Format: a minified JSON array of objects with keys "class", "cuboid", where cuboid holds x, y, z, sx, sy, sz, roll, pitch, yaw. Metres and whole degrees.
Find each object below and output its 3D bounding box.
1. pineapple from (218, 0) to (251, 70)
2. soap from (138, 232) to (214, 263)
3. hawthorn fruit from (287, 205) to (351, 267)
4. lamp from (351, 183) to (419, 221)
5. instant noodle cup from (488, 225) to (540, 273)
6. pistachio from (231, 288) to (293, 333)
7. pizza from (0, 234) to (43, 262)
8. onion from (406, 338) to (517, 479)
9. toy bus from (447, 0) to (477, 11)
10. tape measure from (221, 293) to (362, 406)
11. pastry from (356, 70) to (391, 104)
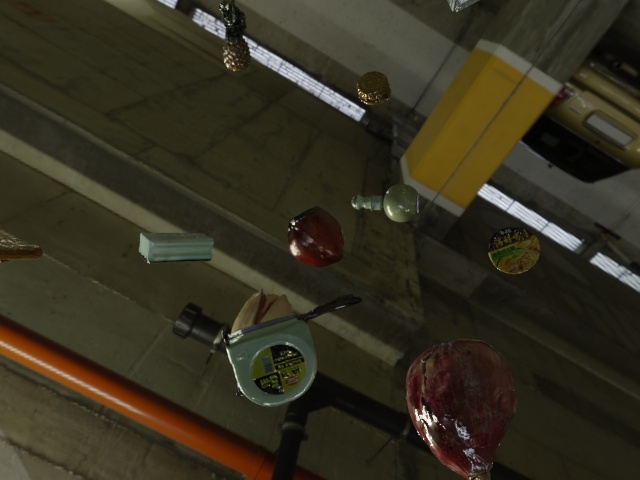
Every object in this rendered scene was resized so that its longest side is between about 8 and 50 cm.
[{"class":"pineapple","cuboid":[-0.207,-0.493,1.104,0.074,0.159,0.074,1,-131,-1]},{"class":"soap","cuboid":[-0.563,0.021,1.804,0.261,0.094,0.150,-2,-160,-36]},{"class":"hawthorn fruit","cuboid":[0.000,0.000,1.553,0.251,0.189,0.189,36,-155,-11]},{"class":"lamp","cuboid":[0.153,-0.092,1.103,0.163,0.091,0.091,5,-161,19]},{"class":"instant noodle cup","cuboid":[0.622,0.039,1.463,0.151,0.151,0.122,48,-167,29]},{"class":"pistachio","cuboid":[-0.219,0.330,1.727,0.229,0.230,0.309,27,-128,-10]},{"class":"pizza","cuboid":[-0.899,0.019,1.272,0.198,0.062,0.188,22,-174,33]},{"class":"onion","cuboid":[0.264,0.321,0.896,0.120,0.227,0.284,32,-147,-31]},{"class":"toy bus","cuboid":[0.383,-0.696,1.200,0.139,0.113,0.301,66,-164,-5]},{"class":"tape measure","cuboid":[-0.051,0.267,1.130,0.351,0.215,0.098,-15,-165,-11]},{"class":"pastry","cuboid":[0.159,-0.454,1.366,0.109,0.097,0.057,40,163,33]}]
